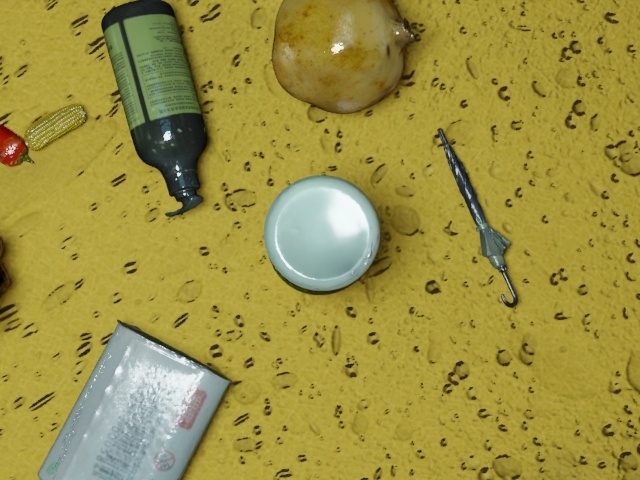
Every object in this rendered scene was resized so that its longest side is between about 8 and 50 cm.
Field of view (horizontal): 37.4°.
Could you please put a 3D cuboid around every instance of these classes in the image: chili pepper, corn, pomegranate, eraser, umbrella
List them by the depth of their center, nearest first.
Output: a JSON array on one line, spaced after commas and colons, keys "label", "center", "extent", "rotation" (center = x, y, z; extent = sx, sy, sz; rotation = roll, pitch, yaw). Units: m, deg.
[{"label": "eraser", "center": [-0.245, 0.244, 1.247], "extent": [0.174, 0.081, 0.227], "rotation": [27, 86, 5]}, {"label": "pomegranate", "center": [0.036, -0.263, 1.249], "extent": [0.196, 0.196, 0.196], "rotation": [0, 85, -1]}, {"label": "umbrella", "center": [0.223, -0.036, 1.301], "extent": [0.044, 0.044, 0.268], "rotation": [-19, 86, -33]}, {"label": "corn", "center": [-0.366, -0.158, 1.302], "extent": [0.092, 0.037, 0.037], "rotation": [-29, 86, -4]}, {"label": "chili pepper", "center": [-0.473, -0.155, 1.304], "extent": [0.178, 0.027, 0.045], "rotation": [33, 86, 4]}]

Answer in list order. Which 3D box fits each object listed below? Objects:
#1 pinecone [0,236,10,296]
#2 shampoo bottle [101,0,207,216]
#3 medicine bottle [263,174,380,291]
[{"label": "pinecone", "center": [-0.528, 0.046, 1.174], "extent": [0.244, 0.257, 0.243], "rotation": [0, 88, 12]}, {"label": "shampoo bottle", "center": [-0.213, -0.177, 1.274], "extent": [0.101, 0.101, 0.283], "rotation": [-16, 85, -2]}, {"label": "medicine bottle", "center": [0.000, 0.000, 1.199], "extent": [0.139, 0.225, 0.139], "rotation": [0, 85, -2]}]
